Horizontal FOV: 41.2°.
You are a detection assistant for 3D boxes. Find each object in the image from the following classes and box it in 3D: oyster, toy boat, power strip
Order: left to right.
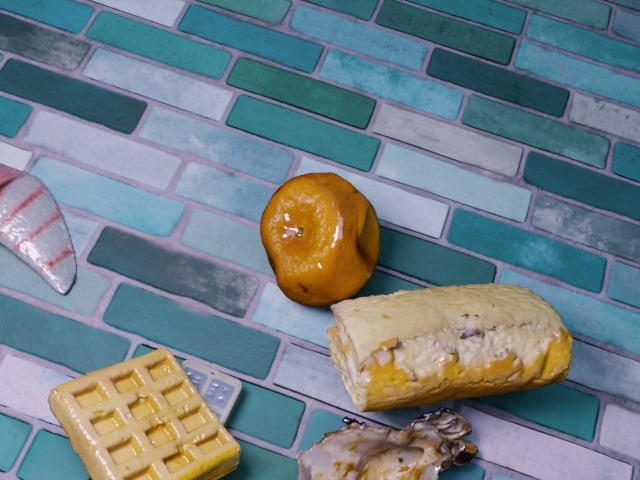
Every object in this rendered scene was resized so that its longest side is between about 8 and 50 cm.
[{"bbox_3d":[-0.550,-0.020,1.588,0.282,0.096,0.206,38,49,5],"label":"toy boat"},{"bbox_3d":[-0.233,0.330,1.439,0.118,0.046,0.270,23,62,7],"label":"power strip"},{"bbox_3d":[0.117,0.363,1.406,0.337,0.133,0.198,-25,76,-25],"label":"oyster"}]

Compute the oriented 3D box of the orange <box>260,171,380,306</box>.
[{"bbox_3d":[0.000,0.000,1.571,0.249,0.183,0.249,-8,76,36],"label":"orange"}]

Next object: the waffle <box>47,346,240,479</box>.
[{"bbox_3d":[-0.276,0.298,1.347,0.221,0.055,0.248,-18,58,-43],"label":"waffle"}]

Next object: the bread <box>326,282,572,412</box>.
[{"bbox_3d":[0.212,0.178,1.451,0.375,0.165,0.236,-4,19,-12],"label":"bread"}]

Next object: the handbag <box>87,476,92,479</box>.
[{"bbox_3d":[-0.298,0.471,1.316,0.254,0.089,0.211,39,82,12],"label":"handbag"}]
